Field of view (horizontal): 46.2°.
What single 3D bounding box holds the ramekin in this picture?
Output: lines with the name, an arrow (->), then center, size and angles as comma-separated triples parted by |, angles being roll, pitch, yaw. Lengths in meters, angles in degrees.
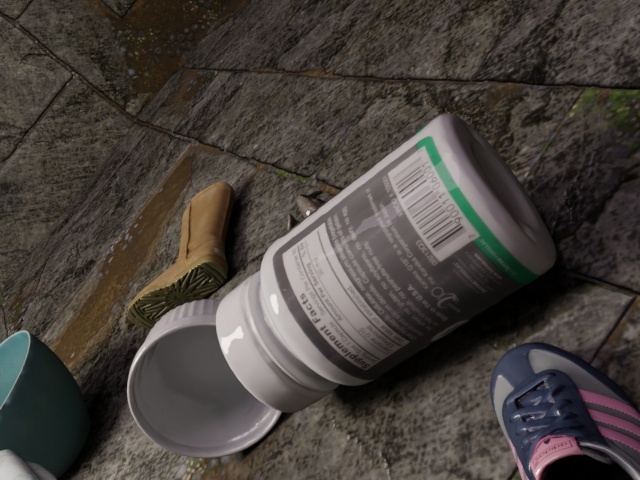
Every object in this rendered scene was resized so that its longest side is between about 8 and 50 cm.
ramekin -> -0.151, 0.177, 1.015 | 0.207, 0.207, 0.109 | -44, 20, 11

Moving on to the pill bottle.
pill bottle -> 0.063, 0.039, 0.862 | 0.361, 0.204, 0.204 | -36, 31, 24

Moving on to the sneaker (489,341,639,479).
sneaker -> 0.202, 0.165, 0.587 | 0.112, 0.131, 0.319 | -45, 28, 10

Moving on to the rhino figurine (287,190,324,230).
rhino figurine -> 0.000, 0.000, 1.119 | 0.243, 0.106, 0.073 | -90, 10, -52

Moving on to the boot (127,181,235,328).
boot -> -0.265, 0.027, 1.483 | 0.236, 0.089, 0.269 | -29, 33, 15

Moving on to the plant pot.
plant pot -> -0.546, 0.340, 1.385 | 0.290, 0.195, 0.290 | -36, 31, 26

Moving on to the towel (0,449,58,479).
towel -> -0.379, 0.410, 0.803 | 0.374, 0.090, 0.321 | 1, 57, 56
